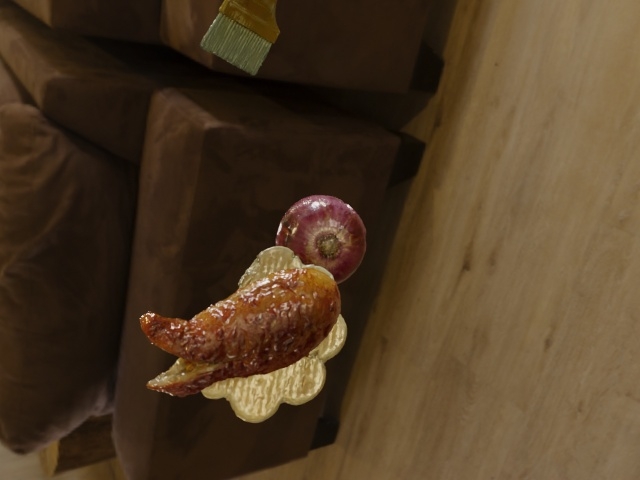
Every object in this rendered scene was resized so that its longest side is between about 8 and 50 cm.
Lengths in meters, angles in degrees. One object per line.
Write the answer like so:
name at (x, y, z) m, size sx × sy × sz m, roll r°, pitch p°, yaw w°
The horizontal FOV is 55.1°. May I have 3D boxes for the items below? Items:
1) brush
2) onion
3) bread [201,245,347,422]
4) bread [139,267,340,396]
brush at (-0.041, -0.268, 0.621) m, size 0.011 × 0.083 × 0.205 m, roll 47°, pitch 110°, yaw 32°
onion at (0.001, 0.002, 1.178) m, size 0.153 × 0.177 × 0.177 m, roll 104°, pitch 152°, yaw -73°
bread at (-0.061, 0.142, 0.898) m, size 0.251 × 0.181 × 0.039 m, roll -63°, pitch 6°, yaw -20°
bread at (-0.091, 0.120, 0.784) m, size 0.095 × 0.268 × 0.140 m, roll 34°, pitch 136°, yaw 49°
